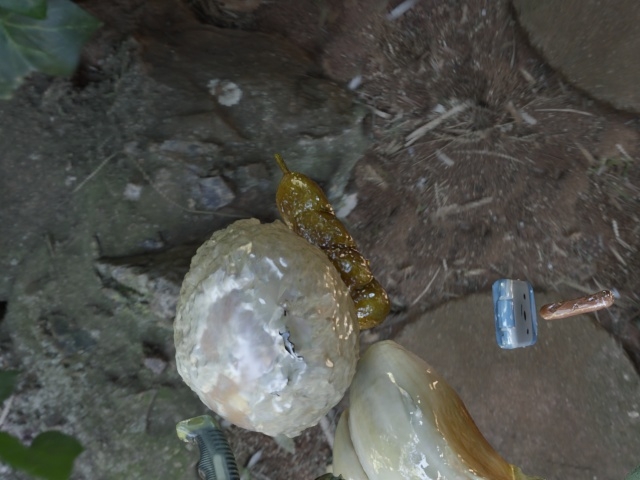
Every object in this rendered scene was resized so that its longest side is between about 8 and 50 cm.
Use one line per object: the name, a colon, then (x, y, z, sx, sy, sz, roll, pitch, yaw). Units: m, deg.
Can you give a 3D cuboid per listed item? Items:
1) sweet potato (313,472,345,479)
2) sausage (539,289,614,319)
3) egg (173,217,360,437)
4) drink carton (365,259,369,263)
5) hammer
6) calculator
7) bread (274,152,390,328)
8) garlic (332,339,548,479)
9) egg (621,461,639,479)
sweet potato: (-0.038, 0.216, 0.500, 0.081, 0.062, 0.233, 33, 130, -20)
sausage: (0.500, 0.130, 1.547, 0.158, 0.042, 0.036, -21, 72, 43)
egg: (-0.072, 0.126, 1.096, 0.279, 0.279, 0.310, 1, 107, 11)
drink carton: (0.047, 0.112, 1.726, 0.056, 0.071, 0.166, 19, 93, 46)
hammer: (-0.132, 0.338, 1.053, 0.158, 0.226, 0.041, -13, 141, -15)
calculator: (0.344, 0.128, 1.382, 0.039, 0.210, 0.121, -5, 82, 27)
bread: (0.002, -0.002, 1.299, 0.084, 0.124, 0.344, -27, 72, -14)
garlic: (0.140, 0.320, 1.163, 0.313, 0.286, 0.249, 40, 63, 8)
egg: (0.407, 0.305, 0.720, 0.371, 0.230, 0.230, 30, 106, -30)
